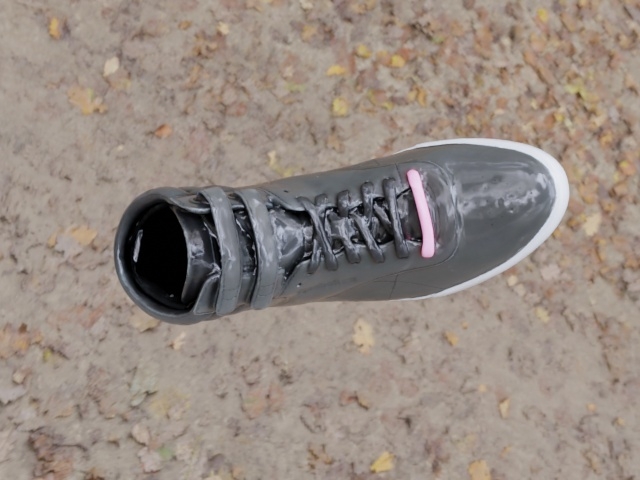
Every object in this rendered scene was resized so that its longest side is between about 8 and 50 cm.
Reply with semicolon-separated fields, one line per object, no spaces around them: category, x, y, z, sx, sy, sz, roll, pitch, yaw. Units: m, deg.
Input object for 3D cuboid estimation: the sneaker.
sneaker;0.000;0.000;0.474;0.147;0.296;0.104;-10;90;-64
